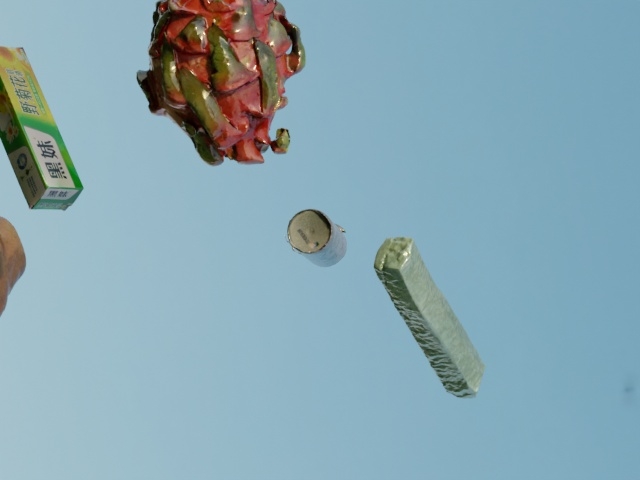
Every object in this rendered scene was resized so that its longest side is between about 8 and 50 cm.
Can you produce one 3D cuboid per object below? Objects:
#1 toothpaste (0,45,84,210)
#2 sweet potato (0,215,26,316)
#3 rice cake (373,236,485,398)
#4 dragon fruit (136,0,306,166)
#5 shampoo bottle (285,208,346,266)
[{"bbox_3d":[-0.276,-0.107,1.497,0.037,0.043,0.178,-46,-123,33],"label":"toothpaste"},{"bbox_3d":[-0.357,0.056,1.576,0.252,0.097,0.097,-73,173,-59],"label":"sweet potato"},{"bbox_3d":[0.112,0.082,1.579,0.042,0.045,0.245,3,-33,28],"label":"rice cake"},{"bbox_3d":[-0.096,-0.161,1.561,0.166,0.160,0.172,-45,137,-74],"label":"dragon fruit"},{"bbox_3d":[0.000,0.000,2.303,0.214,0.072,0.072,43,31,-79],"label":"shampoo bottle"}]
